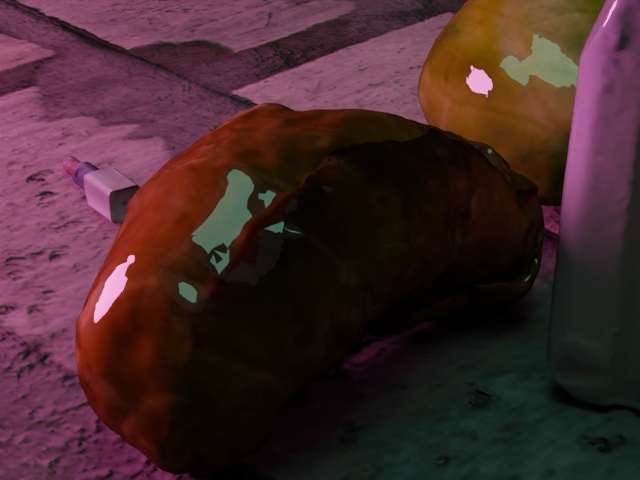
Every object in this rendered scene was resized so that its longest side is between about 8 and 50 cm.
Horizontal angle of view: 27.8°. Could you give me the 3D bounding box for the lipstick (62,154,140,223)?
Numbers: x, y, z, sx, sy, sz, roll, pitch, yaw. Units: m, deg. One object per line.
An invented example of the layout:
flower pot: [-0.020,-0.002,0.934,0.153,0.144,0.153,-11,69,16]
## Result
lipstick: [-0.163,-0.042,0.933,0.025,0.025,0.107,-17,28,-29]

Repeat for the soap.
soap: [0.238,-0.064,0.659,0.208,0.347,0.115,10,32,17]

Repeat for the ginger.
ginger: [0.000,0.000,0.727,0.321,0.172,0.165,-24,1,-36]

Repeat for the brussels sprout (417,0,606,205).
brussels sprout: [0.178,-0.105,0.915,0.223,0.161,0.223,1,22,0]
